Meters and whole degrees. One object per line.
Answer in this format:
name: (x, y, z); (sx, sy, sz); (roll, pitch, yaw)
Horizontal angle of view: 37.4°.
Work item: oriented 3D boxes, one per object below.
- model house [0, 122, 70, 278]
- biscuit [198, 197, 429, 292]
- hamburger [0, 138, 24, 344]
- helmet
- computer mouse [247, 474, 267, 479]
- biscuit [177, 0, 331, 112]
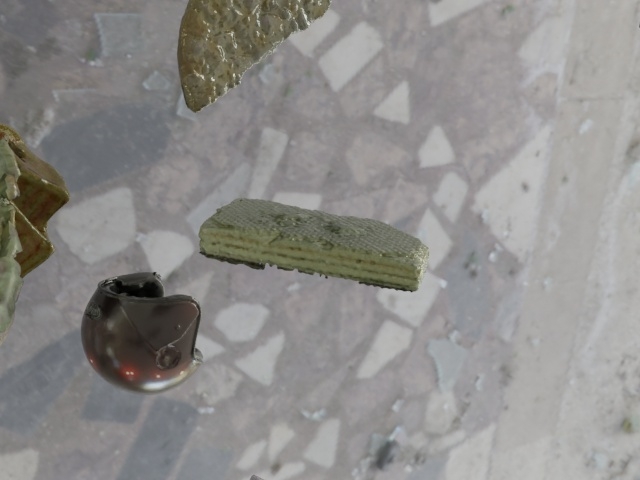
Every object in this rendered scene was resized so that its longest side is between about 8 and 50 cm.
model house: (-0.492, -0.054, 1.415); (0.268, 0.239, 0.173); (-42, 169, -32)
biscuit: (0.000, 0.000, 1.076); (0.150, 0.252, 0.052); (-44, 144, -70)
hamburger: (-0.324, 0.004, 0.681); (0.192, 0.288, 0.168); (-39, 132, 18)
helmet: (-0.287, 0.151, 1.536); (0.193, 0.189, 0.216); (-51, 123, -13)
computer mouse: (-0.038, 0.363, 1.201); (0.158, 0.310, 0.071); (29, 79, -4)
biscuit: (-0.087, -0.289, 1.154); (0.290, 0.038, 0.141); (-44, 123, -28)
